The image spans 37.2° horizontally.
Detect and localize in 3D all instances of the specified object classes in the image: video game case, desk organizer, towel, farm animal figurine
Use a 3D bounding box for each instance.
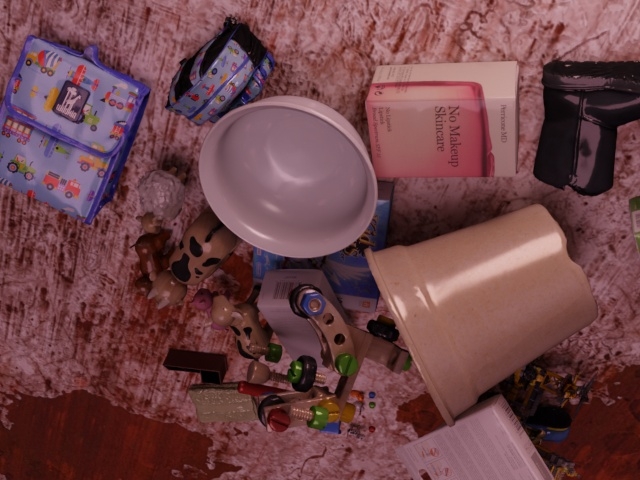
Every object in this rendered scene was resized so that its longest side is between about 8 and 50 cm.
[{"bbox_3d":[0.000,0.000,1.758,0.244,0.061,0.269,9,128,6],"label":"video game case"},{"bbox_3d":[-0.268,0.271,2.032,0.130,0.050,0.047,5,127,10],"label":"desk organizer"},{"bbox_3d":[-0.215,0.361,2.102,0.148,0.027,0.110,-3,124,16],"label":"towel"},{"bbox_3d":[-0.220,0.065,1.739,0.330,0.172,0.326,29,132,10],"label":"farm animal figurine"}]

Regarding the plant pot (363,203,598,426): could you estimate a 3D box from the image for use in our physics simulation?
[{"bbox_3d":[0.281,0.097,1.606,0.306,0.334,0.333,-27,118,4],"label":"plant pot"}]

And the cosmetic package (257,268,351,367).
[{"bbox_3d":[-0.022,0.150,1.789,0.117,0.085,0.231,0,146,20],"label":"cosmetic package"}]

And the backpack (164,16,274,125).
[{"bbox_3d":[-0.168,-0.255,1.535,0.158,0.173,0.117,-34,112,31],"label":"backpack"}]

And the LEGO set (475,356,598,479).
[{"bbox_3d":[0.391,0.358,1.752,0.192,0.331,0.255,23,173,34],"label":"LEGO set"}]

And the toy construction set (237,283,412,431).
[{"bbox_3d":[0.017,0.232,1.640,0.237,0.257,0.309,16,155,-19],"label":"toy construction set"}]

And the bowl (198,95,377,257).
[{"bbox_3d":[-0.040,-0.127,1.570,0.298,0.134,0.297,8,128,11],"label":"bowl"}]

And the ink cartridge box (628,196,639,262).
[{"bbox_3d":[0.579,0.036,1.615,0.062,0.109,0.209,-12,123,22],"label":"ink cartridge box"}]

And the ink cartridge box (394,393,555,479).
[{"bbox_3d":[0.268,0.391,1.656,0.225,0.056,0.181,-33,88,35],"label":"ink cartridge box"}]

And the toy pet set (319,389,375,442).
[{"bbox_3d":[0.058,0.385,2.030,0.114,0.065,0.122,4,127,11],"label":"toy pet set"}]

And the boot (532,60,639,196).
[{"bbox_3d":[0.462,-0.172,1.493,0.247,0.094,0.207,6,124,18],"label":"boot"}]

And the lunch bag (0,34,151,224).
[{"bbox_3d":[-0.441,-0.214,1.682,0.221,0.138,0.293,25,116,-5],"label":"lunch bag"}]

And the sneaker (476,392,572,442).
[{"bbox_3d":[0.402,0.371,1.936,0.209,0.069,0.082,13,132,4],"label":"sneaker"}]

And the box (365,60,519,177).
[{"bbox_3d":[0.200,-0.192,1.523,0.232,0.126,0.148,0,126,14],"label":"box"}]
